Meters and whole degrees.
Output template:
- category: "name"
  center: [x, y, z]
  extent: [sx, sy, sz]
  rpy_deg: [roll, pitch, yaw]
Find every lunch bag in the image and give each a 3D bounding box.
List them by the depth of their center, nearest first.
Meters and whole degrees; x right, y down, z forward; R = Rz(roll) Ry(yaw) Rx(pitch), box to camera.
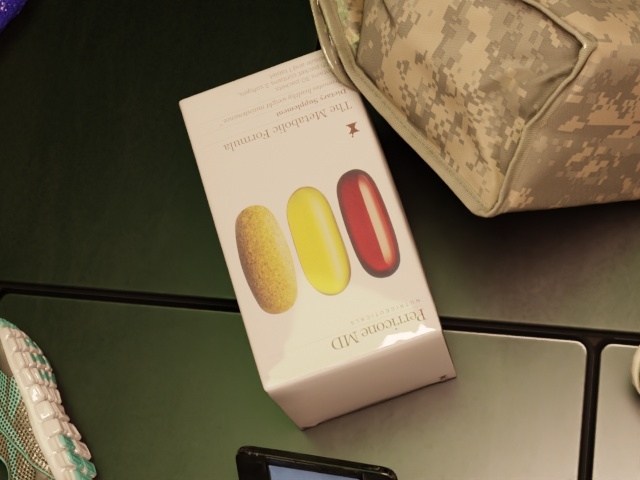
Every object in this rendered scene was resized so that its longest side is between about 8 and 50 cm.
- category: "lunch bag"
  center: [0.139, -0.161, 0.987]
  extent: [0.287, 0.235, 0.169]
  rpy_deg: [50, 128, 32]

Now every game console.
- category: "game console"
  center: [-0.008, 0.216, 0.977]
  extent: [0.122, 0.107, 0.071]
  rpy_deg: [7, 43, 13]

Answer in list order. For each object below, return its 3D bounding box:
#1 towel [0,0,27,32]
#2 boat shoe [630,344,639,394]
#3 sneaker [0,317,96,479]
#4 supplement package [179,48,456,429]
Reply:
- category: "towel"
  center: [-0.336, -0.314, 1.236]
  extent: [0.228, 0.076, 0.308]
  rpy_deg: [30, 78, 19]
- category: "boat shoe"
  center: [0.352, 0.081, 0.942]
  extent: [0.254, 0.095, 0.079]
  rpy_deg: [-10, 33, 0]
- category: "sneaker"
  center: [-0.244, 0.139, 1.056]
  extent: [0.076, 0.065, 0.166]
  rpy_deg: [-29, 65, 3]
- category: "supplement package"
  center: [0.000, 0.000, 1.021]
  extent: [0.139, 0.134, 0.244]
  rpy_deg: [-20, 67, 3]
